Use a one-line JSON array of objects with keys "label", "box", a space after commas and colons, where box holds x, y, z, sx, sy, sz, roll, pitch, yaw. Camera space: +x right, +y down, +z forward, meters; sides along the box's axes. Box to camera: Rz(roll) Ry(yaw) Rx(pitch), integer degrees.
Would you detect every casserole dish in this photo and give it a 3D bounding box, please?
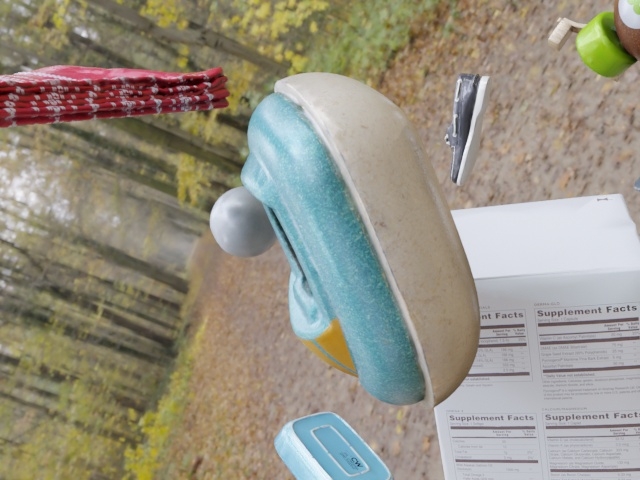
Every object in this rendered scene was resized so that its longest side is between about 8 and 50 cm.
[{"label": "casserole dish", "box": [0.021, 0.281, 0.961, 0.188, 0.114, 0.037, 41, 126, 43]}]

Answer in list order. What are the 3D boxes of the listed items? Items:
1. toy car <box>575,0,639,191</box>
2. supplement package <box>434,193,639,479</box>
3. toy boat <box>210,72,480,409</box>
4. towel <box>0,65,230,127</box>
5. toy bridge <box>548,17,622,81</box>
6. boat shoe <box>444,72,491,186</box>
[{"label": "toy car", "box": [0.273, -0.119, 0.540, 0.155, 0.149, 0.188, -45, 14, 53]}, {"label": "supplement package", "box": [0.219, 0.114, 0.750, 0.199, 0.198, 0.262, -56, -43, -64]}, {"label": "toy boat", "box": [0.000, 0.000, 0.588, 0.148, 0.267, 0.318, -27, 21, -7]}, {"label": "towel", "box": [-0.207, -0.096, 0.480, 0.275, 0.199, 0.031, -26, -61, -62]}, {"label": "toy bridge", "box": [0.361, -0.219, 0.882, 0.063, 0.188, 0.026, -55, -21, 5]}, {"label": "boat shoe", "box": [0.160, -0.124, 0.839, 0.046, 0.038, 0.125, -26, -52, -62]}]
